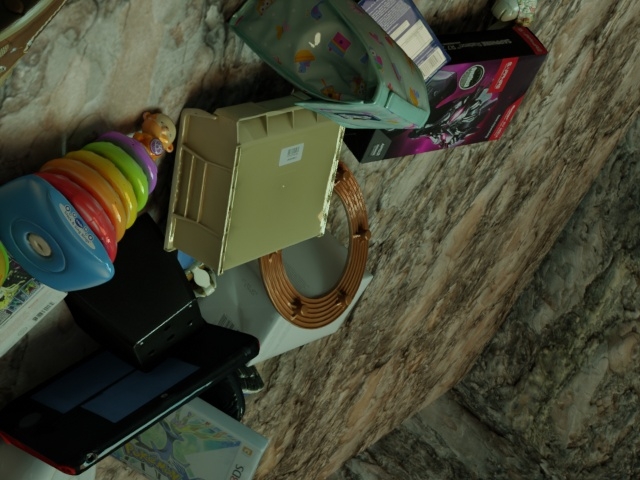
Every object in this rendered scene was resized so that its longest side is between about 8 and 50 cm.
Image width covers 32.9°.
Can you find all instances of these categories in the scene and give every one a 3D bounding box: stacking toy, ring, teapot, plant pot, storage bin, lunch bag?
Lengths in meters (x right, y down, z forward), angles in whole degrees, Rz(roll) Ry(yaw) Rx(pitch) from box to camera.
[{"bbox_3d":[-0.289,-0.083,1.491,0.165,0.175,0.302,-15,-153,45],"label":"stacking toy"},{"bbox_3d":[0.000,0.000,2.033,0.336,0.032,0.337,-7,99,-53],"label":"ring"},{"bbox_3d":[-0.532,0.430,1.933,0.252,0.187,0.256,-62,161,-48],"label":"teapot"},{"bbox_3d":[-0.296,0.104,1.778,0.188,0.167,0.187,-37,157,-17],"label":"plant pot"},{"bbox_3d":[-0.100,-0.108,1.730,0.262,0.123,0.260,-20,130,-47],"label":"storage bin"},{"bbox_3d":[0.030,-0.258,1.577,0.160,0.262,0.223,-50,159,12],"label":"lunch bag"}]

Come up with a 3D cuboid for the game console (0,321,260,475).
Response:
[{"bbox_3d":[-0.333,0.244,1.827,0.386,0.060,0.342,-32,-162,-30],"label":"game console"}]

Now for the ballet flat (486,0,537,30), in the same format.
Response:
[{"bbox_3d":[0.365,-0.431,2.124,0.077,0.091,0.241,-23,150,-23],"label":"ballet flat"}]

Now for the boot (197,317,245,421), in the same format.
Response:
[{"bbox_3d":[-0.170,0.244,2.169,0.094,0.246,0.207,-40,161,30],"label":"boot"}]

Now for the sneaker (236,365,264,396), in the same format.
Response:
[{"bbox_3d":[-0.254,0.316,2.345,0.147,0.130,0.330,-40,160,29],"label":"sneaker"}]

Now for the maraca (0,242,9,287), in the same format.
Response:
[{"bbox_3d":[-0.487,0.027,1.390,0.185,0.099,0.127,30,94,-43],"label":"maraca"}]

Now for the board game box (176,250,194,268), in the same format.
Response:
[{"bbox_3d":[-0.213,-0.036,1.828,0.133,0.033,0.169,88,27,-67],"label":"board game box"}]

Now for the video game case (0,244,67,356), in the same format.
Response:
[{"bbox_3d":[-0.506,0.118,1.589,0.232,0.042,0.210,-44,159,-3],"label":"video game case"}]

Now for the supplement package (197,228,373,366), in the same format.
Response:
[{"bbox_3d":[-0.070,0.102,2.172,0.293,0.177,0.175,-15,144,-51],"label":"supplement package"}]

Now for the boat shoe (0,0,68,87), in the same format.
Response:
[{"bbox_3d":[-0.381,-0.208,1.141,0.324,0.123,0.120,-37,164,1],"label":"boat shoe"}]

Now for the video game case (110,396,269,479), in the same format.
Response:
[{"bbox_3d":[-0.283,0.399,2.134,0.036,0.329,0.300,-53,171,-46],"label":"video game case"}]

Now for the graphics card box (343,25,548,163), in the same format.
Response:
[{"bbox_3d":[0.234,-0.278,2.051,0.370,0.094,0.233,-11,144,-33],"label":"graphics card box"}]

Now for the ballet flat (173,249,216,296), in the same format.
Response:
[{"bbox_3d":[-0.224,0.070,1.981,0.072,0.068,0.213,-40,159,-11],"label":"ballet flat"}]

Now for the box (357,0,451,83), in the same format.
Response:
[{"bbox_3d":[0.110,-0.337,1.794,0.136,0.036,0.225,-43,127,-4],"label":"box"}]
